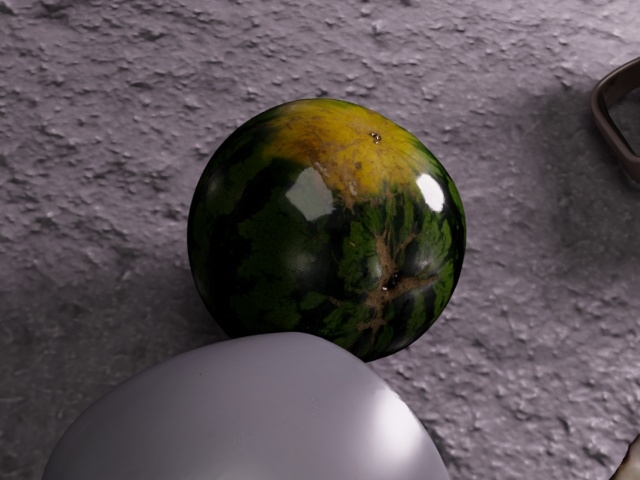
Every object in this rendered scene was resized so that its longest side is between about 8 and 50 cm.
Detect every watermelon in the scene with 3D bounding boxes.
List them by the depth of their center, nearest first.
[{"bbox_3d":[0.000,-0.005,1.466,0.269,0.269,0.269,4,50,-5],"label":"watermelon"}]

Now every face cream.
[{"bbox_3d":[-0.084,0.246,1.258,0.312,0.219,0.357,42,58,18],"label":"face cream"}]

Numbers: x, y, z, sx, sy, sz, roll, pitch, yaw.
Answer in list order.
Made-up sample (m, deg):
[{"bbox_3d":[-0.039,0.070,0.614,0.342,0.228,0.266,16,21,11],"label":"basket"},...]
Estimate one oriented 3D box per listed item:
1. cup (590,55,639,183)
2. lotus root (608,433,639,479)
[{"bbox_3d":[0.467,-0.146,1.716,0.208,0.288,0.273,29,40,-32],"label":"cup"},{"bbox_3d":[0.405,0.282,1.286,0.375,0.111,0.390,-6,45,0],"label":"lotus root"}]
